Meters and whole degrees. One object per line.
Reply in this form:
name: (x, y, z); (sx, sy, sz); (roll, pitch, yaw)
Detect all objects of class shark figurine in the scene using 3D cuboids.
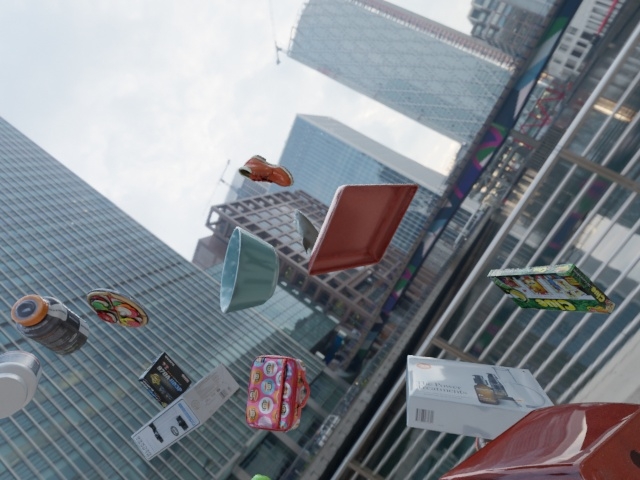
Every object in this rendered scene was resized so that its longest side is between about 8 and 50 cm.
shark figurine: (0.013, 0.026, 1.383); (0.116, 0.166, 0.278); (-26, -54, 5)

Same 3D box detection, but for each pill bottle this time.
pill bottle: (-0.658, 0.303, 0.873); (0.108, 0.108, 0.180); (-50, 21, -21)
pill bottle: (-0.829, 0.255, 1.271); (0.130, 0.130, 0.245); (-48, -20, -25)

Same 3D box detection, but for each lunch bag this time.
lunch bag: (-0.167, 0.629, 1.709); (0.120, 0.258, 0.292); (39, -129, -59)

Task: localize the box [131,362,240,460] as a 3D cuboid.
box: (-0.376, 0.477, 1.151); (0.290, 0.087, 0.169); (-41, -4, 30)

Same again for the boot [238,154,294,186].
boot: (-0.152, -0.179, 1.148); (0.084, 0.158, 0.059); (-43, -29, -42)

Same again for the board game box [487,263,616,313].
board game box: (0.523, 0.114, 0.968); (0.030, 0.136, 0.260); (-53, 7, -14)

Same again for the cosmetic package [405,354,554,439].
cosmetic package: (0.439, 0.447, 1.192); (0.284, 0.378, 0.097); (-25, -61, -79)

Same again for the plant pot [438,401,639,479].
plant pot: (0.380, 0.372, 0.556); (0.268, 0.267, 0.235); (-16, -31, -28)

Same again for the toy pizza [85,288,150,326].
toy pizza: (-0.627, 0.219, 1.276); (0.201, 0.201, 0.032); (103, -178, -48)

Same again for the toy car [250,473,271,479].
toy car: (-0.227, 0.780, 1.277); (0.225, 0.239, 0.053); (1, -77, -58)

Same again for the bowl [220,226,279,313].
bowl: (-0.254, 0.118, 1.509); (0.311, 0.163, 0.311); (-169, 90, -69)

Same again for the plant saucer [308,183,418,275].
plant saucer: (0.097, -0.038, 1.031); (0.259, 0.047, 0.259); (-7, -49, -39)

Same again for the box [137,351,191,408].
box: (-0.750, 0.682, 2.008); (0.051, 0.220, 0.175); (-24, 19, 28)

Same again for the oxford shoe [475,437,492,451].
oxford shoe: (0.615, 0.764, 1.481); (0.271, 0.097, 0.098); (-71, -19, -52)
